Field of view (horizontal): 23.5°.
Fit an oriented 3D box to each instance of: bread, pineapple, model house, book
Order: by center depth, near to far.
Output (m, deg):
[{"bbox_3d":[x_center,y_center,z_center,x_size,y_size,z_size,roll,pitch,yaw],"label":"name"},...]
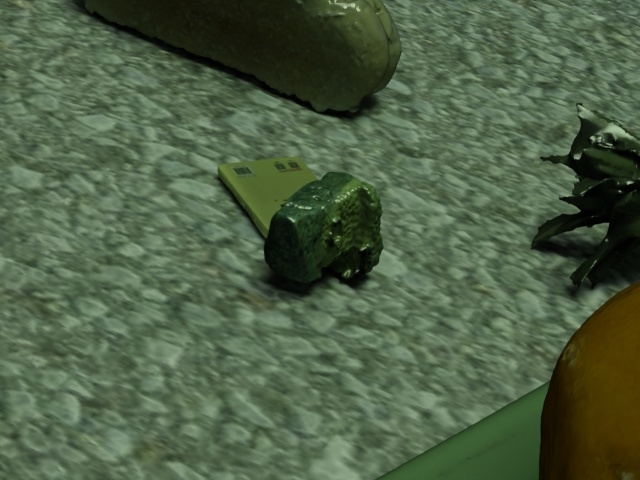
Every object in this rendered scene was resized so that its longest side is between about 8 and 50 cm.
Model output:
[{"bbox_3d":[0.000,0.000,1.158,0.066,0.078,0.083,23,38,28],"label":"model house"},{"bbox_3d":[-0.028,-0.032,1.250,0.077,0.014,0.111,-7,37,-27],"label":"book"},{"bbox_3d":[0.340,-0.057,1.295,0.365,0.165,0.165,-7,38,-28],"label":"pineapple"},{"bbox_3d":[-0.077,-0.250,1.424,0.337,0.183,0.102,24,41,17],"label":"bread"}]

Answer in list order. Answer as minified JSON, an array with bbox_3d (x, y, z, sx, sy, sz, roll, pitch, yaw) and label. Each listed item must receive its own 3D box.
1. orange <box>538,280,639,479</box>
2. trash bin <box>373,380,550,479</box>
[{"bbox_3d":[0.218,0.097,0.694,0.249,0.183,0.249,8,41,-7],"label":"orange"},{"bbox_3d":[0.126,0.209,0.804,0.343,0.158,0.223,-21,50,-36],"label":"trash bin"}]
